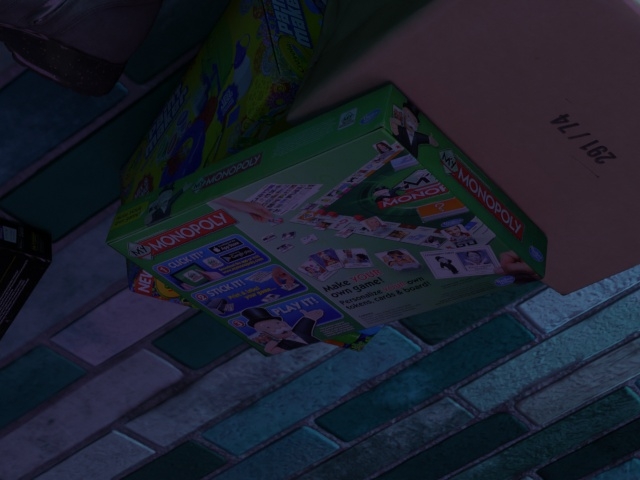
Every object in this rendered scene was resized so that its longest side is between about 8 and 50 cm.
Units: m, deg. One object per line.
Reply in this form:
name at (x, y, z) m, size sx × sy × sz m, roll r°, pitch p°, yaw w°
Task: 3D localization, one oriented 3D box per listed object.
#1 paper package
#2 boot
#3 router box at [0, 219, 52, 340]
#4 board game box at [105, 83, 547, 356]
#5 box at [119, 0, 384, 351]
paper package at (0.192, -0.131, 0.929) m, size 0.325 × 0.168 × 0.309 m, roll 31°, pitch 144°, yaw -23°
boot at (-0.250, -0.267, 0.960) m, size 0.338 × 0.118 × 0.223 m, roll 15°, pitch 129°, yaw -43°
router box at (-0.390, 0.047, 1.290) m, size 0.133 × 0.046 × 0.179 m, roll 18°, pitch 129°, yaw -30°
board game box at (0.000, 0.000, 1.000) m, size 0.317 × 0.046 × 0.213 m, roll -19°, pitch 133°, yaw 38°
box at (-0.010, -0.069, 1.175) m, size 0.279 × 0.177 × 0.290 m, roll 17°, pitch 129°, yaw -29°
